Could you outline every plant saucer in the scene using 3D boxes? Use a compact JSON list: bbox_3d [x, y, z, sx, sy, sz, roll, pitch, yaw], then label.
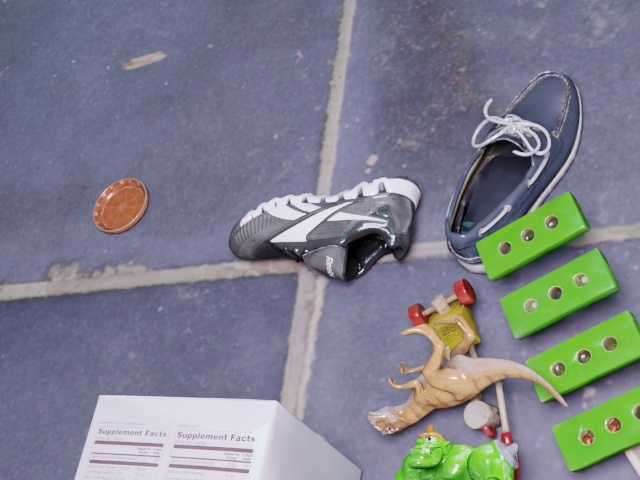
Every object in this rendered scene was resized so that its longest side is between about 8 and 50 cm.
[{"bbox_3d":[-0.265,-0.045,1.312,0.084,0.013,0.083,-13,55,19],"label":"plant saucer"}]

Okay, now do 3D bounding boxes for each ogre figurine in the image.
[{"bbox_3d":[0.108,0.237,0.887,0.097,0.197,0.118,31,59,-3],"label":"ogre figurine"}]

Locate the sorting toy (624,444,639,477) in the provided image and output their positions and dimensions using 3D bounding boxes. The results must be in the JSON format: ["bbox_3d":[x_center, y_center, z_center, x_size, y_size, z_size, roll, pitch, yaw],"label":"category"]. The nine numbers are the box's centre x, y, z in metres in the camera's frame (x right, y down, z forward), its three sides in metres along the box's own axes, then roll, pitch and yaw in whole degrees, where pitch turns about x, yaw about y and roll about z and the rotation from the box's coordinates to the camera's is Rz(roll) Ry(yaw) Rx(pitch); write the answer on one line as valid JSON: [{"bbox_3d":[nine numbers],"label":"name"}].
[{"bbox_3d":[0.387,0.193,0.813,0.208,0.038,0.193,-31,51,6],"label":"sorting toy"}]

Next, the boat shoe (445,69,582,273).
[{"bbox_3d":[0.204,-0.088,1.056,0.095,0.079,0.254,23,73,36],"label":"boat shoe"}]

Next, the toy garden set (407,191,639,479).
[{"bbox_3d":[0.206,0.107,0.945,0.204,0.049,0.244,-32,57,24],"label":"toy garden set"}]

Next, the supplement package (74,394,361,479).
[{"bbox_3d":[-0.107,0.300,0.894,0.198,0.199,0.262,-3,60,26],"label":"supplement package"}]

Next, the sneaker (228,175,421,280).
[{"bbox_3d":[0.000,0.000,1.106,0.234,0.078,0.106,-12,53,18],"label":"sneaker"}]

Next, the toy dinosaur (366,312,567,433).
[{"bbox_3d":[0.135,0.125,0.930,0.212,0.064,0.112,-27,77,37],"label":"toy dinosaur"}]
